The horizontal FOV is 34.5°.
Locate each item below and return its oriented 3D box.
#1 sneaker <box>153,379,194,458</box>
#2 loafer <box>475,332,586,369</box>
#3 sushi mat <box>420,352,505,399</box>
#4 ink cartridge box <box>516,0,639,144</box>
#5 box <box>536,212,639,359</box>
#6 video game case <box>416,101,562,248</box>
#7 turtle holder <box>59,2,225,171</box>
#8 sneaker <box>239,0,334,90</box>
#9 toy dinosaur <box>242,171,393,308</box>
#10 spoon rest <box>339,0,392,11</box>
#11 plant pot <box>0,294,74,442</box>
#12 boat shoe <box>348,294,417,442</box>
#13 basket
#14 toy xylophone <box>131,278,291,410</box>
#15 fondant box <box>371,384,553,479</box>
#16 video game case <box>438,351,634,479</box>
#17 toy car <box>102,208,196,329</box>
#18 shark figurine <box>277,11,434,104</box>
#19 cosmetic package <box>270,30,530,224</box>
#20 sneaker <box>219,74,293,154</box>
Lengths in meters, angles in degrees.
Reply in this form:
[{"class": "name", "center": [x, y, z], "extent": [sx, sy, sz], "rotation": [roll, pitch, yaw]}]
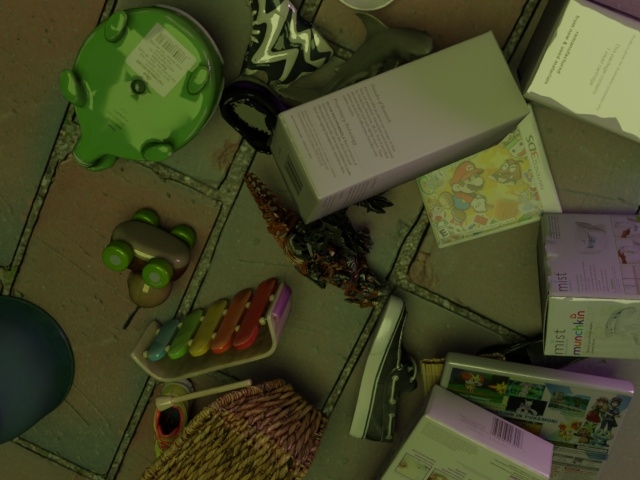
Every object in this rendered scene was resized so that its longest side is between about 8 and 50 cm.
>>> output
[{"class": "sneaker", "center": [-0.293, 0.374, 2.002], "extent": [0.081, 0.094, 0.208], "rotation": [3, 109, 6]}, {"class": "loafer", "center": [0.387, 0.211, 1.853], "extent": [0.223, 0.078, 0.076], "rotation": [-14, 105, 13]}, {"class": "sushi mat", "center": [0.271, 0.336, 1.894], "extent": [0.151, 0.019, 0.316], "rotation": [-4, 124, 9]}, {"class": "ink cartridge box", "center": [0.519, -0.238, 1.588], "extent": [0.395, 0.285, 0.166], "rotation": [23, 108, 1]}, {"class": "box", "center": [0.477, 0.067, 1.689], "extent": [0.231, 0.262, 0.127], "rotation": [1, 122, 8]}, {"class": "video game case", "center": [0.284, -0.111, 1.800], "extent": [0.227, 0.026, 0.206], "rotation": [-16, 103, 14]}, {"class": "turtle holder", "center": [-0.289, -0.242, 1.745], "extent": [0.243, 0.227, 0.320], "rotation": [15, 109, 3]}, {"class": "sneaker", "center": [-0.106, -0.355, 1.751], "extent": [0.153, 0.094, 0.235], "rotation": [-42, 107, 9]}, {"class": "toy dinosaur", "center": [0.000, 0.000, 1.808], "extent": [0.322, 0.164, 0.218], "rotation": [22, 143, -27]}, {"class": "spoon rest", "center": [0.018, -0.487, 1.698], "extent": [0.276, 0.084, 0.137], "rotation": [34, 109, -1]}, {"class": "plant pot", "center": [-0.641, 0.271, 1.942], "extent": [0.271, 0.255, 0.272], "rotation": [3, 107, 9]}, {"class": "boat shoe", "center": [0.131, 0.242, 1.889], "extent": [0.102, 0.108, 0.301], "rotation": [14, 112, 4]}, {"class": "basket", "center": [-0.157, 0.377, 1.911], "extent": [0.223, 0.213, 0.299], "rotation": [36, 124, -6]}, {"class": "toy xylophone", "center": [-0.192, 0.187, 1.863], "extent": [0.322, 0.236, 0.081], "rotation": [-21, 114, 16]}, {"class": "fondant box", "center": [0.229, 0.443, 1.844], "extent": [0.238, 0.096, 0.330], "rotation": [27, 123, 1]}, {"class": "video game case", "center": [0.360, 0.346, 1.858], "extent": [0.329, 0.036, 0.300], "rotation": [10, 124, 1]}, {"class": "toy car", "center": [-0.328, 0.067, 1.895], "extent": [0.149, 0.155, 0.188], "rotation": [24, 121, 1]}, {"class": "shark figurine", "center": [0.069, -0.315, 1.715], "extent": [0.278, 0.166, 0.116], "rotation": [-23, 117, 33]}, {"class": "cosmetic package", "center": [0.120, -0.173, 1.635], "extent": [0.365, 0.197, 0.155], "rotation": [-24, 82, -12]}, {"class": "sneaker", "center": [-0.052, -0.173, 1.770], "extent": [0.293, 0.146, 0.102], "rotation": [29, 109, 0]}]
